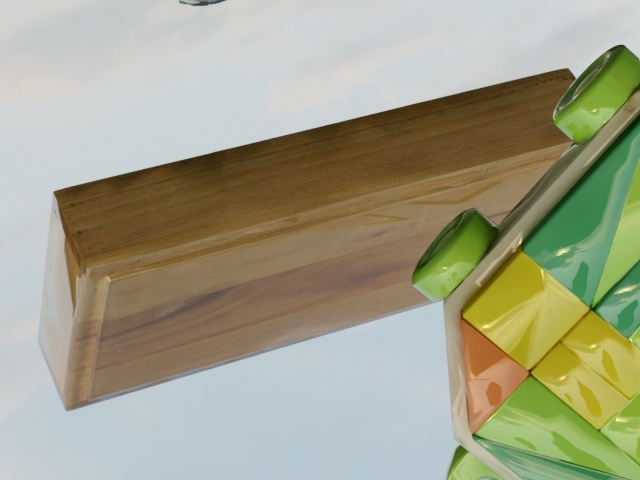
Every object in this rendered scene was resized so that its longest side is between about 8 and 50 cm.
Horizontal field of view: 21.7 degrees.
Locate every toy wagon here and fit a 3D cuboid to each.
[{"bbox_3d":[0.178,0.073,0.912,0.344,0.267,0.068,-49,-175,17],"label":"toy wagon"}]

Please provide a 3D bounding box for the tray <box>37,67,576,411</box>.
[{"bbox_3d":[0.000,0.000,1.253,0.411,0.076,0.203,-14,151,-22],"label":"tray"}]

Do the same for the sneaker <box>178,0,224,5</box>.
[{"bbox_3d":[-0.097,-0.286,1.139,0.122,0.283,0.110,1,-141,30],"label":"sneaker"}]
